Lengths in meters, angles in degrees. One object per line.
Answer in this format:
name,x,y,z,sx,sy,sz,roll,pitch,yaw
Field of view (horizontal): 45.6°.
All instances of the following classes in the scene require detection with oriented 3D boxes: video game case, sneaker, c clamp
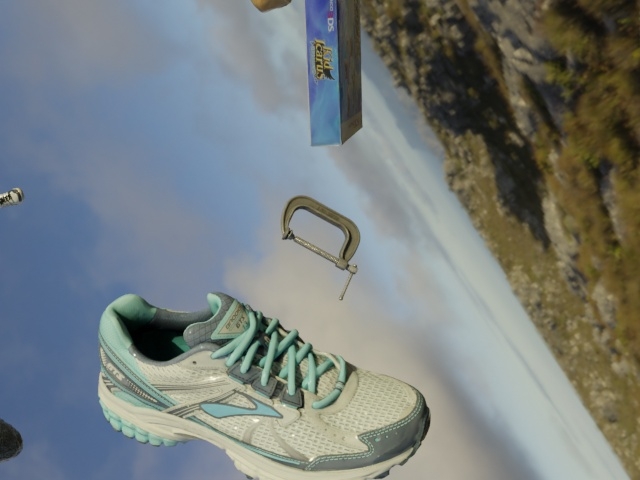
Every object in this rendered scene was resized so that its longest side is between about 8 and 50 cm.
video game case,0.028,-0.317,1.354,0.244,0.061,0.269,-56,-35,-71
sneaker,-0.587,-0.074,1.419,0.037,0.083,0.031,-34,-75,-56
c clamp,0.000,0.000,1.240,0.161,0.137,0.022,33,149,-3
sneaker,-0.056,0.109,0.595,0.110,0.283,0.122,-60,-29,-56

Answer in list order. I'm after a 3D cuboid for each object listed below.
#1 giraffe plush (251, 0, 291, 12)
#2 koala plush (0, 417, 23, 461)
giraffe plush,-0.063,-0.378,0.847,0.210,0.170,0.181,39,144,18
koala plush,-0.714,0.350,1.515,0.196,0.203,0.221,114,139,-75
